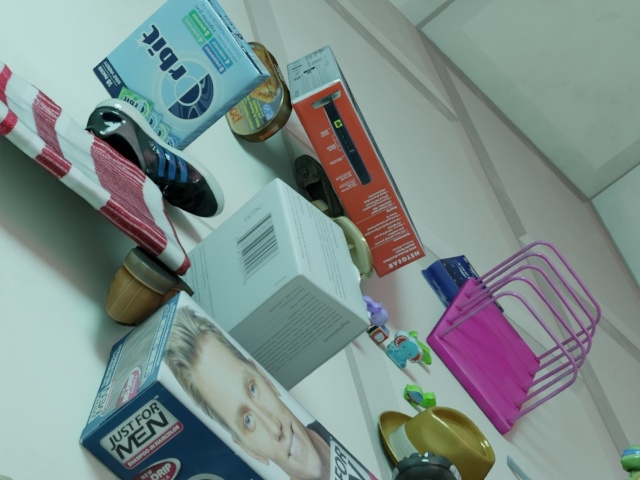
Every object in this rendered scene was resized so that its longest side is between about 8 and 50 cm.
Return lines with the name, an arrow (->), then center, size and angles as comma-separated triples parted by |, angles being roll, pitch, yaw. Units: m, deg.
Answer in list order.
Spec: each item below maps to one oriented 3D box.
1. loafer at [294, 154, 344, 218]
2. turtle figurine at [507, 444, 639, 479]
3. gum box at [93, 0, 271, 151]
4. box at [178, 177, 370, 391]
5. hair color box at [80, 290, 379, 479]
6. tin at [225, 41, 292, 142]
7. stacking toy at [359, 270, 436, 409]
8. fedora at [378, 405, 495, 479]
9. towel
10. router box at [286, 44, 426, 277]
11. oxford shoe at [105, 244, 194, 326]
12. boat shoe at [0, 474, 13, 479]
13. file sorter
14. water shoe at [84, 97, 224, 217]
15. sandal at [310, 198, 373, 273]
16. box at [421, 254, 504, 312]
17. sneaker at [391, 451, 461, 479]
loafer -> -0.005, -0.085, 2.104 | 0.125, 0.045, 0.039 | 58, 25, 11
turtle figurine -> 0.452, 0.469, 2.062 | 0.198, 0.275, 0.266 | 65, 19, -60
gum box -> -0.181, -0.218, 1.696 | 0.157, 0.184, 0.041 | 54, 18, 8
box -> -0.060, 0.062, 1.462 | 0.119, 0.182, 0.181 | 38, 22, -32
hair color box -> -0.060, 0.229, 1.268 | 0.347, 0.105, 0.174 | 45, 19, -17
tin -> -0.105, -0.230, 2.040 | 0.040, 0.106, 0.189 | 43, 19, -48
stacking toy -> 0.101, 0.133, 1.929 | 0.221, 0.052, 0.167 | 47, 18, -15
fedora -> 0.168, 0.275, 1.728 | 0.194, 0.079, 0.194 | 35, 18, -14
towel -> -0.275, -0.106, 1.387 | 0.329, 0.037, 0.237 | 41, 5, -25
router box -> 0.050, -0.134, 2.064 | 0.301, 0.082, 0.335 | 63, 5, -16
oxford shoe -> -0.186, 0.053, 1.369 | 0.076, 0.076, 0.212 | 37, 1, 6
boat shoe -> -0.235, 0.202, 0.999 | 0.133, 0.049, 0.042 | 31, 54, -62
file sorter -> 0.342, 0.147, 2.214 | 0.202, 0.182, 0.291 | 51, 26, -2
water shoe -> -0.207, -0.081, 1.593 | 0.203, 0.073, 0.080 | 41, 42, -18
sandal -> 0.002, 0.006, 1.915 | 0.240, 0.079, 0.088 | -136, -155, -66
box -> 0.266, 0.094, 2.431 | 0.136, 0.036, 0.225 | 55, 20, 10
sneaker -> 0.118, 0.325, 1.433 | 0.234, 0.078, 0.106 | 88, -1, -47
